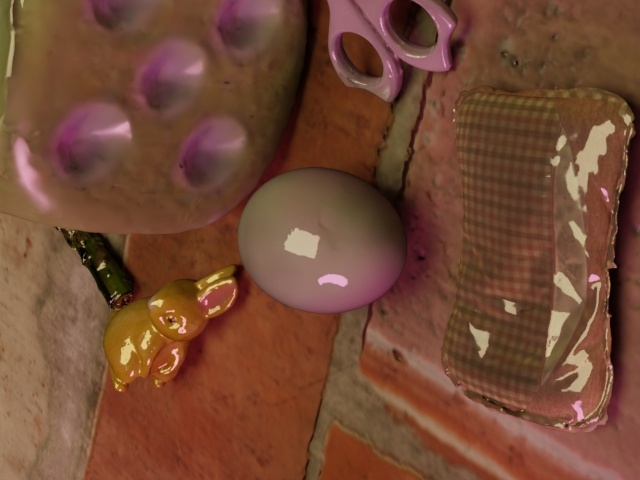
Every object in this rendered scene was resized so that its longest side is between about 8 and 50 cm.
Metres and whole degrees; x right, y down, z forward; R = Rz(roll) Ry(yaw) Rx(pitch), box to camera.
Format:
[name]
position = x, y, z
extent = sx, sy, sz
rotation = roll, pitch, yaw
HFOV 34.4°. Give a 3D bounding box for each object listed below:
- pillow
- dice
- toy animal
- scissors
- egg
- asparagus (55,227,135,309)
[pillow]
position = 0.132, 0.010, 0.645
extent = 0.135, 0.034, 0.211
rotation = 10, 102, 44
[dice]
position = -0.181, -0.160, 0.807
extent = 0.252, 0.254, 0.250
rotation = 31, 112, 43
[toy animal]
position = -0.130, 0.064, 0.909
extent = 0.159, 0.070, 0.083
rotation = -40, 63, 36
[scissors]
position = 0.005, -0.186, 0.691
extent = 0.110, 0.021, 0.212
rotation = -22, 115, 46
[egg]
position = 0.000, 0.000, 0.733
extent = 0.135, 0.103, 0.103
rotation = 11, 101, 44
[asparagus]
position = -0.234, 0.007, 1.038
extent = 0.165, 0.030, 0.036
rotation = 46, 135, 34
